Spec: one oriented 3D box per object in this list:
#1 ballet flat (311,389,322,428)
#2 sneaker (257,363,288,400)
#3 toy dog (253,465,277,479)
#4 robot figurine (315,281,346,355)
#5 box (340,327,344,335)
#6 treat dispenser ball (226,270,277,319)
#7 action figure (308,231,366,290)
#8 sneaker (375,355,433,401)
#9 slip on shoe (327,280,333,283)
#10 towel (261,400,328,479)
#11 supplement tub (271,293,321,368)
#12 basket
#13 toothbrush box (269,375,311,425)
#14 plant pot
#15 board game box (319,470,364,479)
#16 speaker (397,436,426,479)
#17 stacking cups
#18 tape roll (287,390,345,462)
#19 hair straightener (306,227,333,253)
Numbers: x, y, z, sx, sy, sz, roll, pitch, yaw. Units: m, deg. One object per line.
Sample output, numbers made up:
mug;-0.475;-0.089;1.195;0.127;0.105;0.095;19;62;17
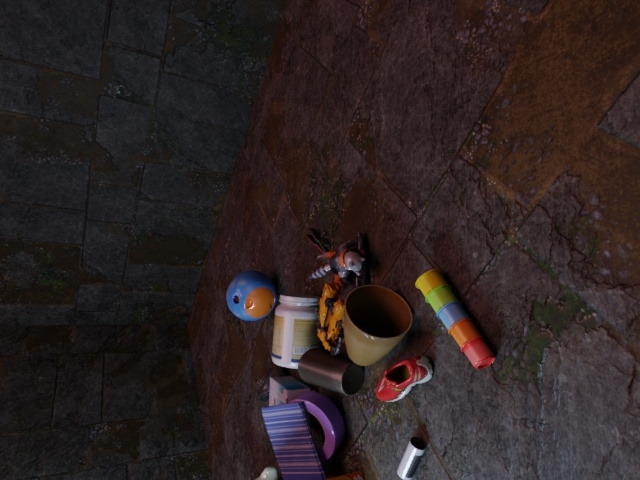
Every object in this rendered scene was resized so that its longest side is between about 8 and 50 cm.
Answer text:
ballet flat;-0.023;0.772;1.919;0.057;0.049;0.173;-49;45;44
sneaker;-0.261;0.776;2.297;0.286;0.109;0.130;-54;34;27
toy dog;-0.260;1.391;1.999;0.408;0.285;0.395;26;120;59
robot figurine;0.054;0.321;1.684;0.211;0.085;0.291;-127;36;-46
box;0.129;0.378;1.722;0.169;0.054;0.059;12;95;61
treat dispenser ball;-0.395;0.317;2.402;0.288;0.288;0.288;-17;71;58
action figure;0.088;0.144;1.725;0.330;0.179;0.341;137;132;-61
sneaker;0.255;0.466;1.423;0.279;0.118;0.107;-55;40;40
slip on shoe;0.036;0.247;1.917;0.041;0.051;0.135;-131;47;-66
towel;-0.113;0.851;1.762;0.243;0.040;0.336;-23;83;33
supplement tub;-0.104;0.414;1.944;0.228;0.228;0.316;-2;83;60
basket;0.054;0.539;1.710;0.227;0.204;0.154;-1;73;51
toothbrush box;-0.154;0.797;2.033;0.295;0.126;0.216;166;107;-68
plant pot;0.178;0.330;1.509;0.237;0.237;0.254;-116;28;-42
board game box;-0.026;1.119;1.554;0.356;0.356;0.356;-53;42;42
speaker;0.298;0.714;1.370;0.055;0.055;0.136;42;120;54
stacking cups;0.407;0.230;1.253;0.096;0.096;0.316;-61;42;34
tape roll;-0.037;0.789;1.774;0.275;0.090;0.274;5;100;31
hair straightener;0.000;0.000;2.018;0.230;0.047;0.089;53;130;49
